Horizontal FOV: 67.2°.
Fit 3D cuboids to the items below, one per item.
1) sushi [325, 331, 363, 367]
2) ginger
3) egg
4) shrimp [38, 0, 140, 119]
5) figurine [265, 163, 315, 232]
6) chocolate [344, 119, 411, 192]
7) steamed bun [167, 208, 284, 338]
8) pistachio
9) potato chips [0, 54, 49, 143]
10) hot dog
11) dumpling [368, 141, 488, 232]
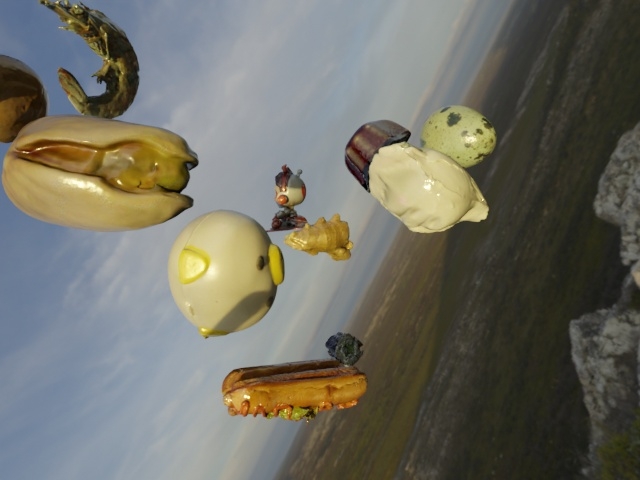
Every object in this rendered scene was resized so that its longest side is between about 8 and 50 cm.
[{"bbox_3d":[0.066,0.322,1.406,0.098,0.094,0.084,-44,11,-22],"label":"sushi"},{"bbox_3d":[0.010,-0.010,1.273,0.115,0.205,0.081,-57,39,28],"label":"ginger"},{"bbox_3d":[0.380,-0.282,1.331,0.228,0.177,0.177,26,90,54],"label":"egg"},{"bbox_3d":[-0.552,-0.431,1.165,0.360,0.085,0.247,66,-139,-70],"label":"shrimp"},{"bbox_3d":[-0.110,-0.151,1.694,0.183,0.160,0.227,-14,-81,-64],"label":"figurine"},{"bbox_3d":[0.090,-0.161,0.828,0.125,0.080,0.149,-53,-10,-2],"label":"chocolate"},{"bbox_3d":[-0.276,0.095,1.407,0.334,0.333,0.374,-58,-35,-47],"label":"steamed bun"},{"bbox_3d":[-0.324,-0.094,0.714,0.197,0.287,0.167,74,-153,-85],"label":"pistachio"},{"bbox_3d":[-0.699,-0.323,1.101,0.208,0.061,0.196,-29,-61,-62],"label":"potato chips"},{"bbox_3d":[-0.055,0.348,1.105,0.158,0.348,0.117,1,89,56],"label":"hot dog"},{"bbox_3d":[0.144,-0.061,0.680,0.127,0.187,0.108,-47,24,41],"label":"dumpling"}]
